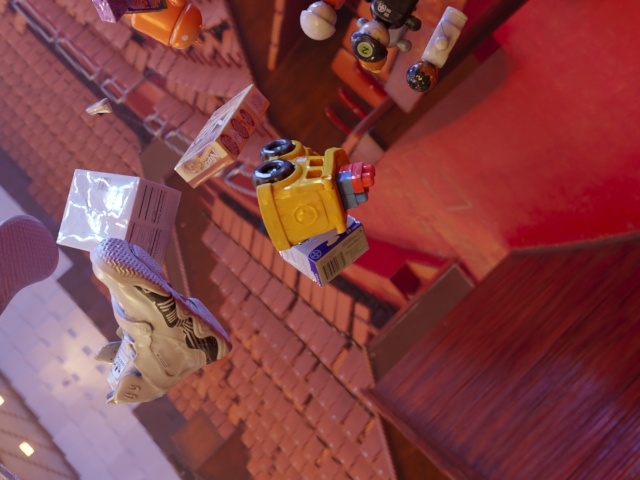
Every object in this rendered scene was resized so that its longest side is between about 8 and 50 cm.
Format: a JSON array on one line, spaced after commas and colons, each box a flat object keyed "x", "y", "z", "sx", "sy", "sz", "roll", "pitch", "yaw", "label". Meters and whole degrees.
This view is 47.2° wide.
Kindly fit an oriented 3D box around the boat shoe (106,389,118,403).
[{"x": -0.438, "y": 0.328, "z": 1.771, "sx": 0.065, "sy": 0.206, "sz": 0.075, "roll": 63, "pitch": -166, "yaw": 23, "label": "boat shoe"}]

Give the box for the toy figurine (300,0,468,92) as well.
[{"x": 0.099, "y": -0.332, "z": 1.142, "sx": 0.209, "sy": 0.148, "sz": 0.213, "roll": 24, "pitch": -172, "yaw": -47, "label": "toy figurine"}]

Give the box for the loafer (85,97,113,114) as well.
[{"x": -0.609, "y": -0.360, "z": 2.018, "sx": 0.125, "sy": 0.045, "sz": 0.039, "roll": -2, "pitch": 126, "yaw": 54, "label": "loafer"}]

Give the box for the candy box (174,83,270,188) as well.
[{"x": -0.278, "y": -0.304, "z": 2.109, "sx": 0.087, "sy": 0.183, "sz": 0.316, "roll": 47, "pitch": -142, "yaw": -21, "label": "candy box"}]

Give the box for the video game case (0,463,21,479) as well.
[{"x": -0.782, "y": 0.578, "z": 1.782, "sx": 0.193, "sy": 0.023, "sz": 0.212, "roll": 39, "pitch": 143, "yaw": 1, "label": "video game case"}]

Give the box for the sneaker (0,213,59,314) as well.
[{"x": -0.595, "y": 0.063, "z": 1.276, "sx": 0.366, "sy": 0.150, "sz": 0.135, "roll": -71, "pitch": -42, "yaw": -69, "label": "sneaker"}]

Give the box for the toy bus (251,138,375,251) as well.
[{"x": -0.001, "y": -0.104, "z": 1.325, "sx": 0.220, "sy": 0.211, "sz": 0.149, "roll": -83, "pitch": -23, "yaw": -57, "label": "toy bus"}]

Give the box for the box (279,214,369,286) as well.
[{"x": 0.000, "y": 0.000, "z": 1.404, "sx": 0.137, "sy": 0.126, "sz": 0.072, "roll": 33, "pitch": 153, "yaw": 41, "label": "box"}]

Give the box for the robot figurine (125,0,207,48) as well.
[{"x": -0.402, "y": -0.582, "z": 1.901, "sx": 0.219, "sy": 0.158, "sz": 0.128, "roll": 25, "pitch": -158, "yaw": -11, "label": "robot figurine"}]

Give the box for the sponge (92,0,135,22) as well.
[{"x": -0.271, "y": -0.431, "z": 1.064, "sx": 0.031, "sy": 0.210, "sz": 0.117, "roll": 17, "pitch": 152, "yaw": 21, "label": "sponge"}]

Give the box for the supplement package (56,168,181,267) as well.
[{"x": -0.514, "y": -0.058, "z": 1.864, "sx": 0.261, "sy": 0.204, "sz": 0.145, "roll": 10, "pitch": 174, "yaw": 36, "label": "supplement package"}]

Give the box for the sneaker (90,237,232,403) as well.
[{"x": -0.316, "y": 0.158, "z": 1.258, "sx": 0.137, "sy": 0.210, "sz": 0.366, "roll": 47, "pitch": 176, "yaw": 40, "label": "sneaker"}]

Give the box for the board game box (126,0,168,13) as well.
[{"x": -0.436, "y": -0.627, "z": 1.686, "sx": 0.035, "sy": 0.136, "sz": 0.201, "roll": -7, "pitch": 105, "yaw": 34, "label": "board game box"}]
